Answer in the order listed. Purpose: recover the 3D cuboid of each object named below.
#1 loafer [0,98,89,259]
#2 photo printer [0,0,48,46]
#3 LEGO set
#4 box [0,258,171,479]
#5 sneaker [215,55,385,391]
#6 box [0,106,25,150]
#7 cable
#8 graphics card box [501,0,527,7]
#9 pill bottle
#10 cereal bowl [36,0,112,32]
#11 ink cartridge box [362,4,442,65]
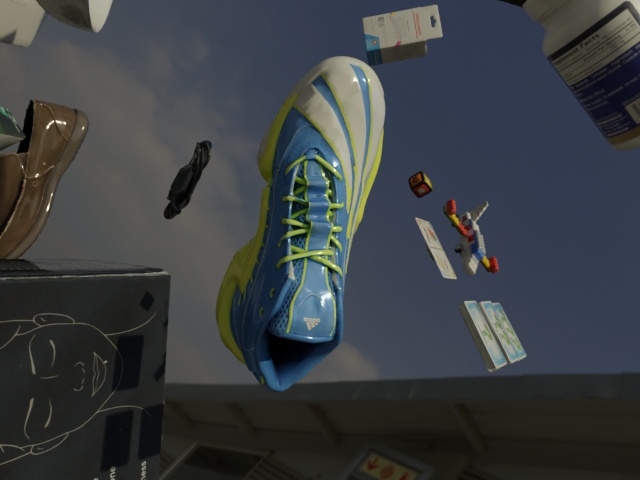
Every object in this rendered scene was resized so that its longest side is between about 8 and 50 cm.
[{"bbox_3d":[-0.604,-0.122,1.163,0.134,0.366,0.130,3,-21,46],"label":"loafer"},{"bbox_3d":[-0.695,-0.599,1.301,0.107,0.307,0.256,39,14,4],"label":"photo printer"},{"bbox_3d":[0.188,0.027,0.697,0.060,0.182,0.244,-31,-110,24],"label":"LEGO set"},{"bbox_3d":[-0.496,0.268,0.824,0.297,0.472,0.479,4,-90,31],"label":"box"},{"bbox_3d":[0.000,0.000,0.403,0.126,0.091,0.240,53,-52,57],"label":"sneaker"},{"bbox_3d":[-0.537,-0.105,0.701,0.058,0.232,0.322,60,-2,-7],"label":"box"},{"bbox_3d":[-0.272,-0.127,1.221,0.047,0.184,0.150,24,-18,-7],"label":"cable"},{"bbox_3d":[0.393,-0.541,0.882,0.233,0.094,0.371,23,-45,10],"label":"graphics card box"},{"bbox_3d":[0.419,-0.274,0.831,0.264,0.153,0.153,53,-28,-3],"label":"pill bottle"},{"bbox_3d":[-0.405,-0.522,0.930,0.141,0.339,0.339,12,-24,-15],"label":"cereal bowl"},{"bbox_3d":[0.197,-0.494,1.399,0.181,0.104,0.061,-7,-23,10],"label":"ink cartridge box"}]
